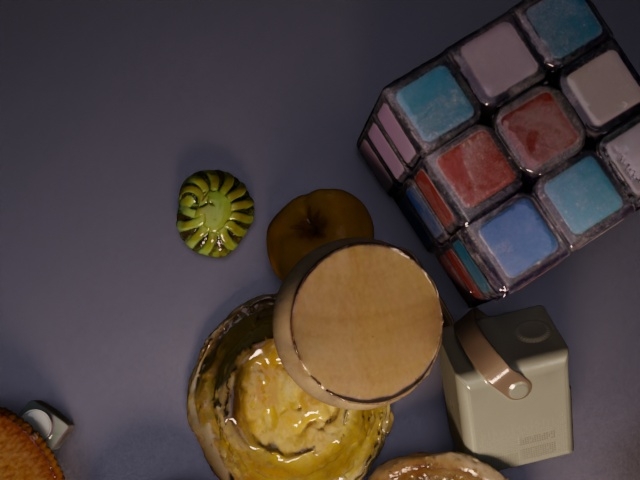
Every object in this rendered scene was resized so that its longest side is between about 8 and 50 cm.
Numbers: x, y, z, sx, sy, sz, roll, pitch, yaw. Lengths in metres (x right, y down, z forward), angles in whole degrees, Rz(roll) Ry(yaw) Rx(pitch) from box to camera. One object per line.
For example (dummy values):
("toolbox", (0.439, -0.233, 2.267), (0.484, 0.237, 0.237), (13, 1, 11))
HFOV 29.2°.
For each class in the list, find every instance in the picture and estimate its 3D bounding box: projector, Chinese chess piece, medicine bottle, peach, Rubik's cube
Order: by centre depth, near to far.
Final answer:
("Chinese chess piece", (0.056, 0.123, 1.819), (0.257, 0.104, 0.257), (2, 84, -18))
("Rubik's cube", (0.294, -0.133, 1.869), (0.363, 0.362, 0.359), (-30, 87, -4))
("projector", (0.282, 0.220, 1.873), (0.177, 0.163, 0.242), (-14, 121, -4))
("medicine bottle", (-0.432, 0.286, 1.901), (0.074, 0.118, 0.055), (37, 84, 4))
("peach", (0.000, 0.000, 1.942), (0.179, 0.103, 0.179), (-12, 53, 16))

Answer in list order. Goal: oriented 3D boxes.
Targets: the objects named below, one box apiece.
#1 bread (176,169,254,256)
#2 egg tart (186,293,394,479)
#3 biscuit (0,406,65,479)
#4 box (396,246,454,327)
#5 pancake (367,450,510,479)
("bread", (-0.173, -0.046, 1.981), (0.130, 0.071, 0.139), (24, 82, -3))
("egg tart", (-0.044, 0.250, 1.916), (0.345, 0.132, 0.345), (0, 83, -4))
("biscuit", (-0.511, 0.380, 1.866), (0.305, 0.038, 0.305), (5, 106, 18))
("box", (0.135, 0.101, 1.954), (0.111, 0.111, 0.177), (-31, 85, -6))
("pancake", (0.195, 0.440, 1.885), (0.282, 0.049, 0.282), (5, 112, 13))
